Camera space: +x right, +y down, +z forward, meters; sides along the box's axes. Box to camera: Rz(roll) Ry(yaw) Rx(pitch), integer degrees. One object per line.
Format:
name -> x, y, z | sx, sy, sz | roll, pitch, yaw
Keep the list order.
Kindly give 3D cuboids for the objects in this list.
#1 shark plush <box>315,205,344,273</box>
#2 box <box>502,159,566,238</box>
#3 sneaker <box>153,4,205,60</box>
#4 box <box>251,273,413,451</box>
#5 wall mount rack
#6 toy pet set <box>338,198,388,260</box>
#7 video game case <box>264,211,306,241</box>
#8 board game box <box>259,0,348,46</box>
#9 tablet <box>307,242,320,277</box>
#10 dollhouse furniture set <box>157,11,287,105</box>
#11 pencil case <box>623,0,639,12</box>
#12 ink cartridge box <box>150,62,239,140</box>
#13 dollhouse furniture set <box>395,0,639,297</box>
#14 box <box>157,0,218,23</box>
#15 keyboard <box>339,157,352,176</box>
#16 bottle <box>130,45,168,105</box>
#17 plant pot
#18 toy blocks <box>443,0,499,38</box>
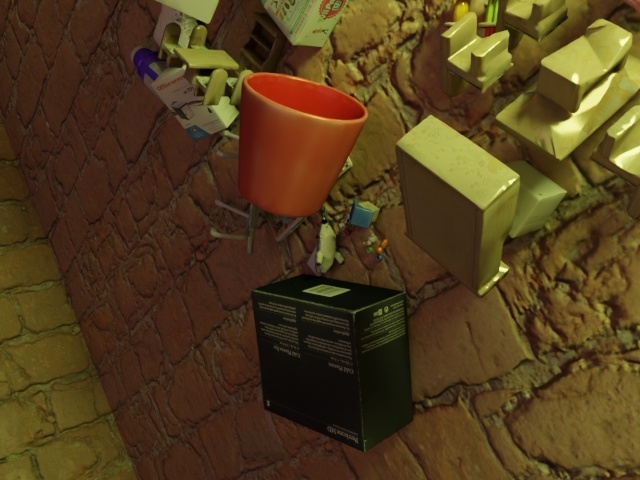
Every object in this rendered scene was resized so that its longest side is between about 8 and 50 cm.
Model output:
shark plush -> 0.000, 0.000, 1.425 | 0.067, 0.073, 0.161 | -2, 102, 66
box -> 0.341, -0.074, 1.021 | 0.101, 0.102, 0.087 | 47, 132, 29
sneaker -> -0.367, -0.571, 1.625 | 0.292, 0.108, 0.169 | 49, 134, 27
box -> 0.023, 0.264, 1.380 | 0.343, 0.179, 0.312 | 7, 105, 45
wall mount rack -> -0.217, -0.152, 1.530 | 0.304, 0.130, 0.350 | -102, 19, -70
toy pet set -> 0.090, -0.025, 1.320 | 0.122, 0.065, 0.114 | 38, 125, 33
video game case -> -0.093, -0.144, 1.497 | 0.206, 0.026, 0.227 | -41, 66, 43
board game box -> -0.054, -0.613, 1.299 | 0.303, 0.097, 0.224 | 58, 135, 21
tablet -> -0.003, 0.047, 1.478 | 0.054, 0.006, 0.083 | 50, 130, 26
dollhouse furniture set -> -0.220, -0.448, 1.404 | 0.212, 0.242, 0.161 | 48, 130, 26
pencil case -> 0.491, -0.435, 0.761 | 0.284, 0.124, 0.124 | -48, 66, 43
ink cartridge box -> -0.333, -0.377, 1.578 | 0.140, 0.082, 0.190 | -12, 128, 36
dollhouse furniture set -> 0.319, -0.142, 0.894 | 0.362, 0.394, 0.256 | 43, 167, 29
box -> -0.270, -0.696, 1.326 | 0.215, 0.168, 0.345 | -48, 32, 45
keyboard -> -0.013, -0.146, 1.433 | 0.256, 0.014, 0.072 | -37, 73, 44
bottle -> -0.461, -0.479, 1.737 | 0.283, 0.118, 0.092 | 43, 128, 29
plant pot -> -0.060, -0.200, 1.278 | 0.275, 0.275, 0.243 | 37, 123, 34
toy blocks -> 0.272, -0.359, 1.054 | 0.123, 0.054, 0.148 | 20, 114, 42
